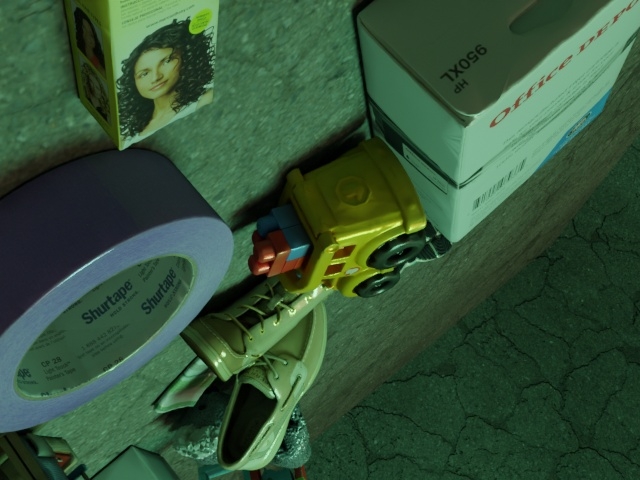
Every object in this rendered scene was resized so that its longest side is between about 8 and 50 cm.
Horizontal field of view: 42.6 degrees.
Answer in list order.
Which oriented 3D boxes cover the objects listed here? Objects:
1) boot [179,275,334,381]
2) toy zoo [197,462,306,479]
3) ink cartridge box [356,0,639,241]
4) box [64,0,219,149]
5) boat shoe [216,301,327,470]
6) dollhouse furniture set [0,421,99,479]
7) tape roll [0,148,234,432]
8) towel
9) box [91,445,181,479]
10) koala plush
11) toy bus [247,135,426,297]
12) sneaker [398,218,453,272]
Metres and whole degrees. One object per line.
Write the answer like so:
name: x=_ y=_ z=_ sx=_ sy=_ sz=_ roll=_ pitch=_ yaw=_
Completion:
boot: x=-0.078 y=0.095 z=1.122 sx=0.203 sy=0.095 sz=0.262 roll=-40 pitch=169 yaw=-2
toy zoo: x=-0.131 y=0.399 z=1.495 sx=0.192 sy=0.293 sz=0.030 roll=-20 pitch=135 yaw=3
ink cartridge box: x=0.208 y=-0.194 z=0.945 sx=0.285 sy=0.166 sz=0.395 roll=-41 pitch=164 yaw=-5
box: x=-0.111 y=-0.159 z=0.510 sx=0.087 sy=0.058 sz=0.232 roll=-35 pitch=161 yaw=-24
boat shoe: x=-0.077 y=0.211 z=1.267 sx=0.302 sy=0.109 sz=0.098 roll=-67 pitch=159 yaw=-3
dollhouse furniture set: x=-0.327 y=0.295 z=1.009 sx=0.129 sy=0.129 sz=0.184 roll=-41 pitch=162 yaw=-4
tape roll: x=-0.212 y=0.048 z=0.737 sx=0.274 sy=0.090 sz=0.275 roll=-38 pitch=162 yaw=-15
towel: x=-0.188 y=0.215 z=1.306 sx=0.152 sy=0.023 sz=0.113 roll=-47 pitch=163 yaw=14
box: x=-0.385 y=0.539 z=1.410 sx=0.345 sy=0.168 sz=0.215 roll=-39 pitch=162 yaw=-10
koala plush: x=-0.144 y=0.316 z=1.405 sx=0.221 sy=0.203 sz=0.196 roll=-17 pitch=173 yaw=-10
toy bus: x=0.000 y=0.000 z=1.027 sx=0.211 sy=0.149 sz=0.220 roll=-20 pitch=158 yaw=-23
sneaker: x=0.122 y=0.012 z=1.426 sx=0.275 sy=0.107 sz=0.110 roll=-23 pitch=174 yaw=-37
